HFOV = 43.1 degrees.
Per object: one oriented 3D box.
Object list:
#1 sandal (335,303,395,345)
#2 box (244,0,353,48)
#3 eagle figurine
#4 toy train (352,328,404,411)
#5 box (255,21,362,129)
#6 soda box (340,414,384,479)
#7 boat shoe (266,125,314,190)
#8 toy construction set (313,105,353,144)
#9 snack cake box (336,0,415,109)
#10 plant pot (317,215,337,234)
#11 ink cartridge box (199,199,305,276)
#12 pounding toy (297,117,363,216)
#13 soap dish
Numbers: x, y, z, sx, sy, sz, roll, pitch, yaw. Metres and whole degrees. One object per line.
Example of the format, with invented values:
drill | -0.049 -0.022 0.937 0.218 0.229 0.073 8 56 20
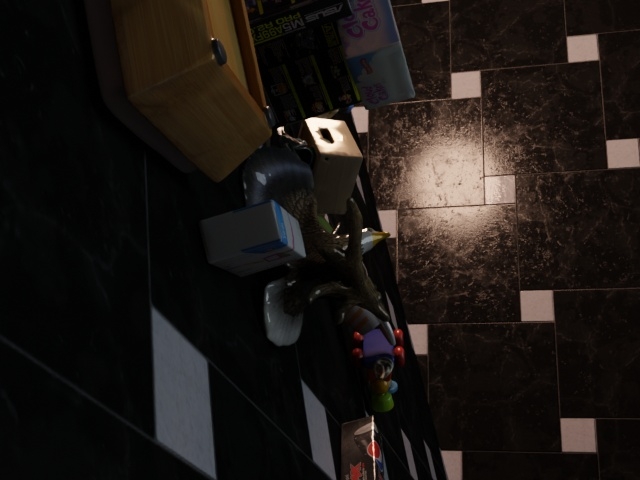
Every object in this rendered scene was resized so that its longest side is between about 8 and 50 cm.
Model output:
sandal | 0.052 0.112 1.608 0.265 0.076 0.102 54 -3 8
box | -0.084 -0.431 1.249 0.060 0.216 0.270 57 18 -63
eagle figurine | -0.010 0.013 1.155 0.298 0.225 0.226 36 -72 54
toy train | 0.121 0.285 1.640 0.248 0.105 0.143 -78 163 -72
box | -0.043 -0.289 1.345 0.045 0.184 0.190 -97 166 -50
soda box | 0.066 0.350 1.264 0.169 0.060 0.053 -87 157 -65
boat shoe | -0.049 -0.137 1.385 0.233 0.079 0.084 -96 165 -56
toy construction set | -0.002 -0.318 1.771 0.215 0.151 0.327 -32 -120 54
snack cake box | 0.071 -0.363 1.298 0.152 0.089 0.264 60 17 -63
plant pot | 0.000 0.000 1.470 0.079 0.083 0.083 64 5 18
ink cartridge box | -0.075 0.000 0.934 0.122 0.088 0.052 37 38 -76
pounding toy | -0.015 -0.122 1.511 0.181 0.094 0.206 -111 -149 -48
soap dish | -0.145 -0.231 0.828 0.229 0.118 0.291 48 28 -70
